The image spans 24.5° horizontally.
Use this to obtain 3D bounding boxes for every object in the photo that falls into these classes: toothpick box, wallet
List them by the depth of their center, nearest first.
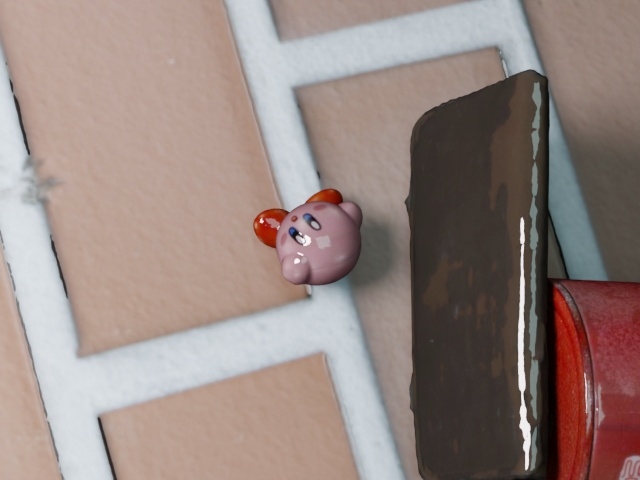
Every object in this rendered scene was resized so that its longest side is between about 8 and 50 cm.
[{"bbox_3d":[0.124,0.035,1.136,0.042,0.165,0.310,6,76,-26],"label":"wallet"},{"bbox_3d":[0.320,0.135,1.141,0.333,0.204,0.204,3,78,-12],"label":"toothpick box"}]

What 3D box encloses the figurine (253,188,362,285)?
[{"bbox_3d":[0.000,0.000,1.162,0.083,0.071,0.067,-34,130,-10],"label":"figurine"}]
